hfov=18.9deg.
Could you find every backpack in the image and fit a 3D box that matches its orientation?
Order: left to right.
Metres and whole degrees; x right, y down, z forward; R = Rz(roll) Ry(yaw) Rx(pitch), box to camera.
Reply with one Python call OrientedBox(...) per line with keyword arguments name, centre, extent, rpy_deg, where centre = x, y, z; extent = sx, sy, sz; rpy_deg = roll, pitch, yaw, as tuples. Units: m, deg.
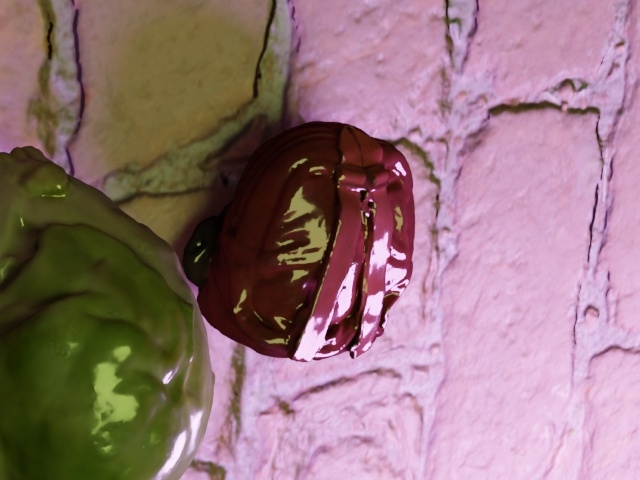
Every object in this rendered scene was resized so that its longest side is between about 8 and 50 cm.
OrientedBox(name="backpack", centre=(-0.001, -0.001, 1.702), extent=(0.229, 0.139, 0.229), rpy_deg=(-16, 118, -34))

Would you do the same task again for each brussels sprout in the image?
OrientedBox(name="brussels sprout", centre=(-0.221, 0.096, 1.476), extent=(0.243, 0.316, 0.273), rpy_deg=(-12, 141, -36))
